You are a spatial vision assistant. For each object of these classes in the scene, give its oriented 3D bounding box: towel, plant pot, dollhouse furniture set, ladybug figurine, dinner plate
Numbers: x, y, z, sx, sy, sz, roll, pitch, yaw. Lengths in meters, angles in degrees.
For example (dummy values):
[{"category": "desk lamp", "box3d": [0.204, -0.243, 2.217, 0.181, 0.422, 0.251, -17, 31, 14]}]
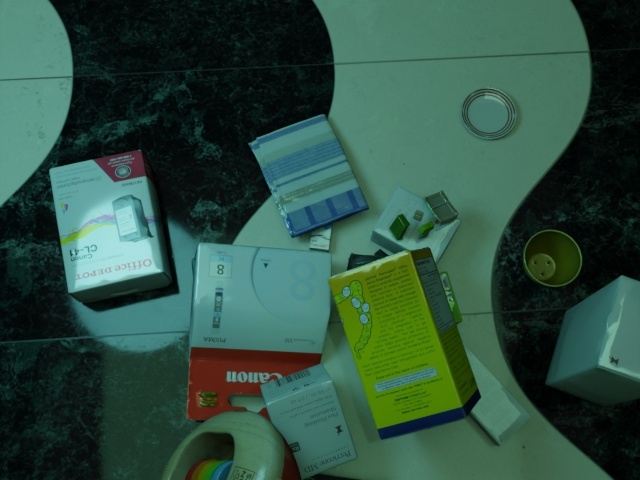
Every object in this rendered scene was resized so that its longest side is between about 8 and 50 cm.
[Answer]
[{"category": "towel", "box3d": [-0.030, -0.160, 1.915, 0.209, 0.034, 0.285, -22, 70, -6]}, {"category": "plant pot", "box3d": [0.532, 0.052, 1.851, 0.134, 0.095, 0.134, 0, 75, 0]}, {"category": "dollhouse furniture set", "box3d": [0.237, -0.050, 1.815, 0.151, 0.059, 0.076, -23, 67, -27]}, {"category": "ladybug figurine", "box3d": [-0.176, 0.499, 1.575, 0.161, 0.449, 0.305, 34, 66, -24]}, {"category": "dinner plate", "box3d": [0.422, -0.319, 1.989, 0.141, 0.017, 0.141, 1, 75, -2]}]

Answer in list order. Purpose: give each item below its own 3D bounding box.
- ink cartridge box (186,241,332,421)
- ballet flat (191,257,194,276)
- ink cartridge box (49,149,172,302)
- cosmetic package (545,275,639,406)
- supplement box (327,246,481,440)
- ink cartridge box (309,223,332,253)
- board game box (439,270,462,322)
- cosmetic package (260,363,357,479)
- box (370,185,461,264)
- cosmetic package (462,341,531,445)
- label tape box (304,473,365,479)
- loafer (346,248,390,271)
[{"category": "ink cartridge box", "box3d": [-0.136, 0.206, 1.763, 0.308, 0.091, 0.385, 5, 75, -14]}, {"category": "ballet flat", "box3d": [-0.260, 0.137, 1.829, 0.074, 0.074, 0.203, -5, 75, -2]}, {"category": "ink cartridge box", "box3d": [-0.486, -0.032, 1.837, 0.226, 0.131, 0.306, -13, 74, -5]}, {"category": "cosmetic package", "box3d": [0.615, 0.224, 1.667, 0.155, 0.365, 0.197, 20, 76, 4]}, {"category": "supplement box", "box3d": [0.183, 0.212, 1.690, 0.195, 0.194, 0.357, -20, 84, 20]}, {"category": "ink cartridge box", "box3d": [0.000, 0.000, 1.889, 0.048, 0.028, 0.083, 7, 75, 2]}, {"category": "board game box", "box3d": [0.189, 0.165, 1.845, 0.259, 0.039, 0.124, -14, 76, -7]}, {"category": "cosmetic package", "box3d": [-0.028, 0.387, 1.693, 0.151, 0.151, 0.184, -20, 97, -7]}, {"category": "box", "box3d": [0.224, -0.024, 1.867, 0.170, 0.091, 0.130, 30, 76, 7]}, {"category": "cosmetic package", "box3d": [0.354, 0.341, 1.787, 0.099, 0.060, 0.239, -40, 79, -10]}, {"category": "label tape box", "box3d": [-0.014, 0.603, 1.614, 0.347, 0.249, 0.115, 9, 118, 0]}, {"category": "loafer", "box3d": [0.141, 0.048, 1.844, 0.170, 0.062, 0.061, -6, 67, 17]}]
